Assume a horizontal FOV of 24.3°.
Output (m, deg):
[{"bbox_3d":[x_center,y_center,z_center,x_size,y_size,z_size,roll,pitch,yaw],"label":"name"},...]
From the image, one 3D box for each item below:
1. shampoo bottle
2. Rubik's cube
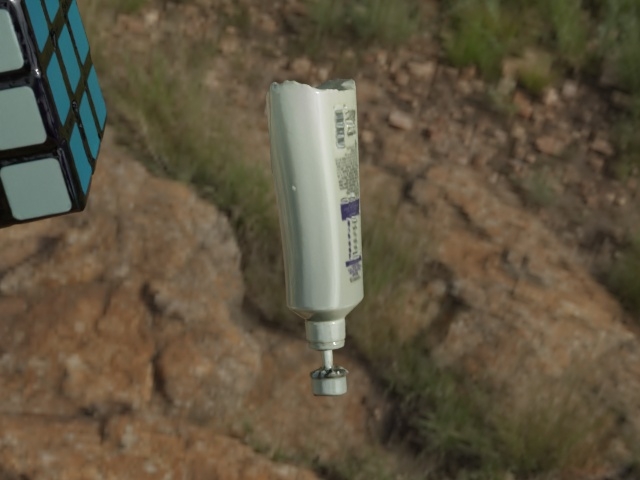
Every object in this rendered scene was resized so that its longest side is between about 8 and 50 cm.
[{"bbox_3d":[0.000,0.000,0.647,0.034,0.141,0.049,-1,7,20],"label":"shampoo bottle"},{"bbox_3d":[-0.244,-0.105,0.991,0.163,0.162,0.160,-12,29,5],"label":"Rubik's cube"}]
